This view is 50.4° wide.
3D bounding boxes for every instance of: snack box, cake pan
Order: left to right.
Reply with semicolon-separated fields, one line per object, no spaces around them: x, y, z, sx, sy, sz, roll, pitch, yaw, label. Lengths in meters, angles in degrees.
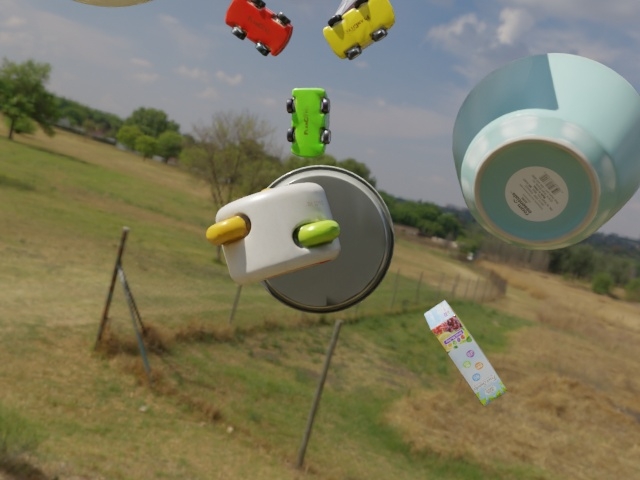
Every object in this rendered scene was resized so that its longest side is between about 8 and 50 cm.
0.000;0.000;1.314;0.293;0.294;0.054;14;2;-1;cake pan
0.325;0.251;1.544;0.207;0.070;0.174;56;6;-3;snack box

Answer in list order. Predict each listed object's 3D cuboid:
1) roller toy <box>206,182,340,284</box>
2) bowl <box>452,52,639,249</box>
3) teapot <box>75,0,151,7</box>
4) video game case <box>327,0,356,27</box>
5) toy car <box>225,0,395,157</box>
-0.075;-0.016;1.141;0.209;0.146;0.191;-16;-4;1;roller toy
0.337;-0.110;1.038;0.311;0.312;0.163;15;36;17;bowl
-0.110;-0.278;0.413;0.187;0.253;0.256;-11;22;31;teapot
0.124;-0.444;1.028;0.026;0.274;0.196;40;38;-17;video game case
-0.015;-0.231;0.961;0.238;0.225;0.053;3;10;11;toy car
